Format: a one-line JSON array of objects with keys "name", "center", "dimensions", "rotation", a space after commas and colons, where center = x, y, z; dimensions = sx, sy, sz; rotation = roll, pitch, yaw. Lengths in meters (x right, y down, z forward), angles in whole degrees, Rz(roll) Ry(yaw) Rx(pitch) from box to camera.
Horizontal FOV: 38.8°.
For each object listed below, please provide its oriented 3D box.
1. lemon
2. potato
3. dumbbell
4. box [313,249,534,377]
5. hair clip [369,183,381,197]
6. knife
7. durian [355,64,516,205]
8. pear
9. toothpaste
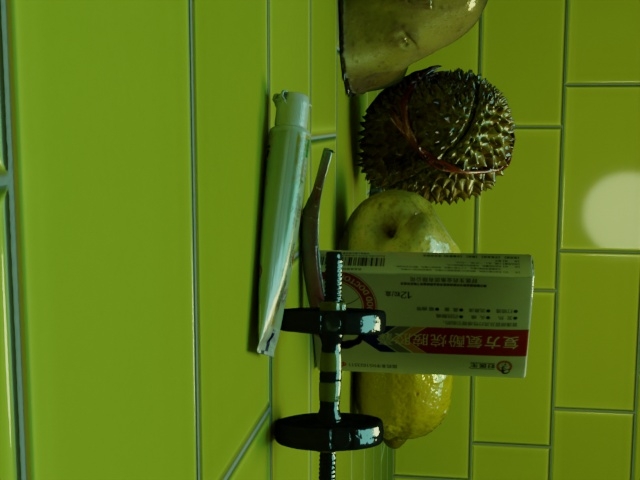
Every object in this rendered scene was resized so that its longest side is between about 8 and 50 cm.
[{"name": "lemon", "center": [0.200, 0.348, 2.204], "dimensions": [0.245, 0.245, 0.320], "rotation": [14, 83, -82]}, {"name": "potato", "center": [0.198, -0.453, 1.867], "dimensions": [0.397, 0.295, 0.290], "rotation": [79, 20, -48]}, {"name": "dumbbell", "center": [0.013, 0.177, 1.186], "dimensions": [0.143, 0.143, 0.326], "rotation": [16, 75, -82]}, {"name": "box", "center": [0.162, 0.122, 1.483], "dimensions": [0.069, 0.353, 0.214], "rotation": [-75, 164, -54]}, {"name": "hair clip", "center": [0.152, -0.126, 2.546], "dimensions": [0.229, 0.039, 0.070], "rotation": [-69, 159, -54]}, {"name": "knife", "center": [-0.002, 0.000, 1.377], "dimensions": [0.123, 0.053, 0.278], "rotation": [-66, 157, -81]}, {"name": "durian", "center": [0.272, -0.237, 2.080], "dimensions": [0.384, 0.347, 0.348], "rotation": [-3, -96, 55]}, {"name": "pear", "center": [0.161, 0.023, 1.854], "dimensions": [0.271, 0.271, 0.271], "rotation": [1, 90, -82]}, {"name": "toothpaste", "center": [-0.046, -0.021, 1.078], "dimensions": [0.056, 0.058, 0.315], "rotation": [-7, -107, 54]}]
